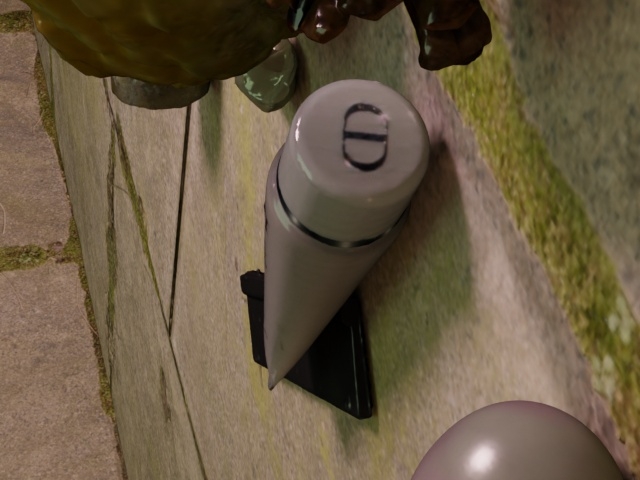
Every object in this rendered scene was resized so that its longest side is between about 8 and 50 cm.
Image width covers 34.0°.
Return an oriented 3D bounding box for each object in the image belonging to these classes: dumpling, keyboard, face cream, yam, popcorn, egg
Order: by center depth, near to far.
[{"bbox_3d":[0.085,0.132,0.461,0.103,0.103,0.135,-121,30,-51],"label":"egg"},{"bbox_3d":[-0.101,-0.222,0.684,0.249,0.249,0.225,133,134,-68],"label":"popcorn"},{"bbox_3d":[0.000,0.000,0.714,0.314,0.089,0.143,111,168,-67],"label":"face cream"},{"bbox_3d":[-0.038,-0.135,0.843,0.052,0.057,0.076,44,-174,0],"label":"dumpling"},{"bbox_3d":[-0.020,0.078,0.903,0.310,0.018,0.100,-176,77,-72],"label":"keyboard"},{"bbox_3d":[-0.163,-0.238,1.066,0.107,0.107,0.194,-118,26,-46],"label":"yam"}]

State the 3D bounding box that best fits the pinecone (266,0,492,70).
[{"bbox_3d":[0.020,-0.170,0.417,0.186,0.169,0.212,-2,105,31],"label":"pinecone"}]
